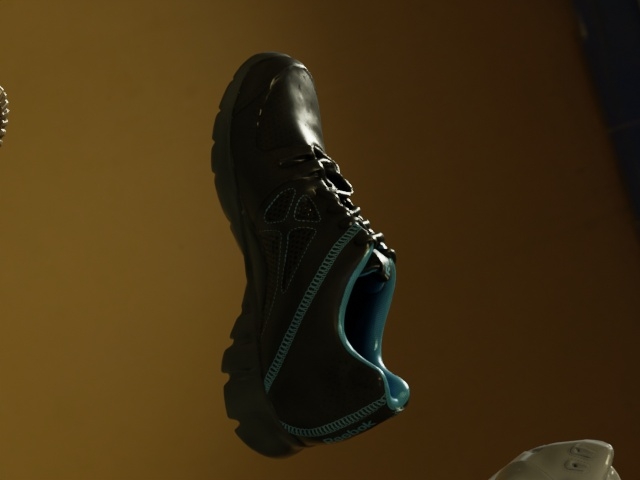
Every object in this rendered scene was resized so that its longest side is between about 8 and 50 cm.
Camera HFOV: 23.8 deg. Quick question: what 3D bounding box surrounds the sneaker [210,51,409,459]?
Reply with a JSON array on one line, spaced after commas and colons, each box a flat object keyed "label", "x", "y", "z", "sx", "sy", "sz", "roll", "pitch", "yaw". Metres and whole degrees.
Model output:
[{"label": "sneaker", "x": 0.000, "y": 0.000, "z": 1.226, "sx": 0.139, "sy": 0.125, "sz": 0.341, "roll": -17, "pitch": -111, "yaw": 30}]

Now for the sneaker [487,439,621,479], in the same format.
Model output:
[{"label": "sneaker", "x": 0.234, "y": 0.299, "z": 1.387, "sx": 0.366, "sy": 0.210, "sz": 0.137, "roll": 24, "pitch": -34, "yaw": 59}]

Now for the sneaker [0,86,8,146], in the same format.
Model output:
[{"label": "sneaker", "x": -0.351, "y": -0.013, "z": 1.070, "sx": 0.153, "sy": 0.282, "sz": 0.099, "roll": 21, "pitch": -22, "yaw": 15}]
